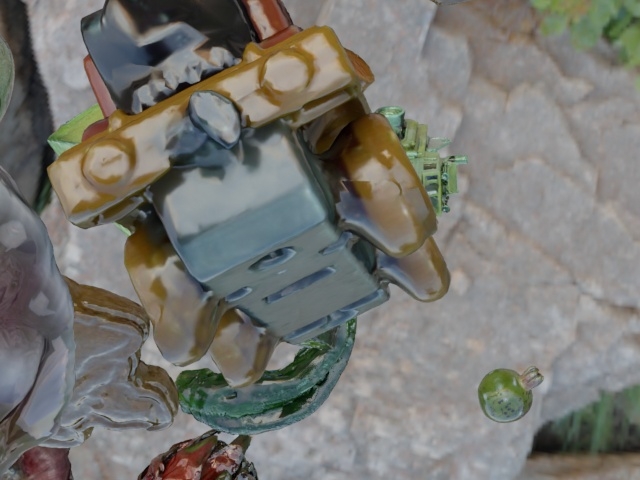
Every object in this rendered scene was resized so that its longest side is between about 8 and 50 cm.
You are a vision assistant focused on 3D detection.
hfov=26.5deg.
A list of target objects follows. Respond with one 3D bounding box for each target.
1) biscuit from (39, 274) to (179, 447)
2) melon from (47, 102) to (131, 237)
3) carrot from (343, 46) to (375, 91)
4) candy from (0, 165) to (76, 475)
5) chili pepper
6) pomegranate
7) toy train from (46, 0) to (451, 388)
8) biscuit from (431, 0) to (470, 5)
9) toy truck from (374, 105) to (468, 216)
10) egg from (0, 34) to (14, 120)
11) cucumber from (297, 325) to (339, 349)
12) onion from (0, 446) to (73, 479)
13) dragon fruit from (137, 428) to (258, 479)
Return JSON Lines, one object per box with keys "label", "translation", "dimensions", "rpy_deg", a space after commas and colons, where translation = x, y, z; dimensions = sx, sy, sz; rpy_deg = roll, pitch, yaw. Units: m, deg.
{"label": "biscuit", "translation": [-0.247, 0.097, 1.075], "dimensions": [0.290, 0.041, 0.208], "rpy_deg": [21, 133, -17]}
{"label": "melon", "translation": [-0.193, -0.051, 1.799], "dimensions": [0.196, 0.124, 0.323], "rpy_deg": [-32, 106, 3]}
{"label": "carrot", "translation": [-0.016, -0.112, 1.195], "dimensions": [0.048, 0.048, 0.139], "rpy_deg": [38, 118, -20]}
{"label": "candy", "translation": [-0.211, 0.020, 0.399], "dimensions": [0.214, 0.157, 0.289], "rpy_deg": [-51, 148, 16]}
{"label": "chili pepper", "translation": [-0.082, 0.154, 1.505], "dimensions": [0.279, 0.122, 0.065], "rpy_deg": [-17, 144, 20]}
{"label": "pomegranate", "translation": [0.237, 0.189, 1.675], "dimensions": [0.084, 0.073, 0.073], "rpy_deg": [-16, 131, 5]}
{"label": "toy train", "translation": [-0.040, -0.047, 0.812], "dimensions": [0.163, 0.232, 0.369], "rpy_deg": [-27, 165, 3]}
{"label": "biscuit", "translation": [0.111, -0.323, 1.413], "dimensions": [0.215, 0.182, 0.034], "rpy_deg": [11, 153, 21]}
{"label": "toy truck", "translation": [0.131, -0.091, 1.885], "dimensions": [0.135, 0.259, 0.128], "rpy_deg": [1, 114, 11]}
{"label": "egg", "translation": [-0.488, -0.206, 1.772], "dimensions": [0.177, 0.228, 0.177], "rpy_deg": [13, 125, 18]}
{"label": "cucumber", "translation": [0.000, -0.001, 1.343], "dimensions": [0.078, 0.211, 0.062], "rpy_deg": [18, 164, -21]}
{"label": "onion", "translation": [-0.412, 0.286, 1.575], "dimensions": [0.219, 0.252, 0.252], "rpy_deg": [-11, 131, 44]}
{"label": "dragon fruit", "translation": [-0.178, 0.367, 1.936], "dimensions": [0.188, 0.182, 0.182], "rpy_deg": [-17, 142, -21]}
